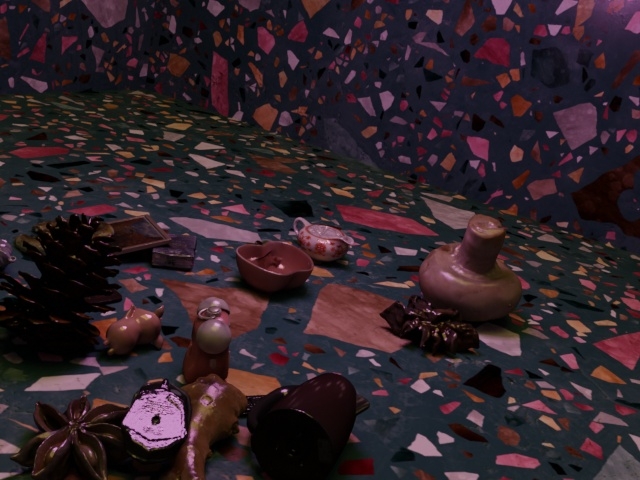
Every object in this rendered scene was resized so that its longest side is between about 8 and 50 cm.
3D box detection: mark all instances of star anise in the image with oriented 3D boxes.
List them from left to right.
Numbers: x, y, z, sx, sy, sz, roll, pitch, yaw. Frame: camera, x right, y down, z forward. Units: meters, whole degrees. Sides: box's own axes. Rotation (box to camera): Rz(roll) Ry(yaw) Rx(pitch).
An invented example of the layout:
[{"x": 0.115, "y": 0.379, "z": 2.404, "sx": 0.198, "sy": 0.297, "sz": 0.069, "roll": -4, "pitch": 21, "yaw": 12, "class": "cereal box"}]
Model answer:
[{"x": -0.383, "y": 0.325, "z": 1.187, "sx": 0.197, "sy": 0.073, "sz": 0.212, "roll": 7, "pitch": 23, "yaw": -6, "class": "star anise"}, {"x": 0.284, "y": 0.205, "z": 1.844, "sx": 0.220, "sy": 0.098, "sz": 0.214, "roll": 0, "pitch": 32, "yaw": -30, "class": "star anise"}]

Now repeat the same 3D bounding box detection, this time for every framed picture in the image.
[{"x": -0.533, "y": -0.017, "z": 2.025, "sx": 0.184, "sy": 0.016, "sz": 0.250, "roll": -13, "pitch": 24, "yaw": -24, "class": "framed picture"}]

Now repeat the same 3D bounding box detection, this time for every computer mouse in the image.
[{"x": -0.267, "y": 0.302, "z": 1.190, "sx": 0.106, "sy": 0.062, "sz": 0.192, "roll": 15, "pitch": 24, "yaw": -7, "class": "computer mouse"}]

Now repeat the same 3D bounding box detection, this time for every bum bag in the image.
[{"x": -0.553, "y": 0.127, "z": 1.706, "sx": 0.109, "sy": 0.026, "sz": 0.159, "roll": 28, "pitch": 20, "yaw": 37, "class": "bum bag"}]

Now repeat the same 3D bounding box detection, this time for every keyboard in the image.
[{"x": -0.104, "y": 0.319, "z": 1.439, "sx": 0.197, "sy": 0.015, "sz": 0.074, "roll": 3, "pitch": 21, "yaw": -22, "class": "keyboard"}]

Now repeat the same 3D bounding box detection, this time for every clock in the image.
[{"x": -0.225, "y": 0.206, "z": 1.466, "sx": 0.093, "sy": 0.162, "sz": 0.166, "roll": 5, "pitch": 20, "yaw": -10, "class": "clock"}]

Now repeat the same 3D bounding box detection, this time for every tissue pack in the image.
[{"x": -0.399, "y": 0.028, "z": 2.007, "sx": 0.113, "sy": 0.051, "sz": 0.156, "roll": 6, "pitch": 21, "yaw": -9, "class": "tissue pack"}]

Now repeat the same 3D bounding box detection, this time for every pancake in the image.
[{"x": -0.678, "y": -0.016, "z": 1.956, "sx": 0.254, "sy": 0.037, "sz": 0.253, "roll": -1, "pitch": 20, "yaw": 0, "class": "pancake"}]

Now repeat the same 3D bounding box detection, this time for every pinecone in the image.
[{"x": -0.523, "y": 0.078, "z": 1.485, "sx": 0.246, "sy": 0.292, "sz": 0.246, "roll": 19, "pitch": -12, "yaw": 4, "class": "pinecone"}]

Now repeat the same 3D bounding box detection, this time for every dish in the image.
[{"x": -0.128, "y": 0.080, "z": 1.965, "sx": 0.214, "sy": 0.090, "sz": 0.213, "roll": 11, "pitch": 22, "yaw": -5, "class": "dish"}]

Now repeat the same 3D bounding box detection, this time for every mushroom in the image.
[{"x": 0.422, "y": 0.066, "z": 2.011, "sx": 0.293, "sy": 0.289, "sz": 0.292, "roll": 10, "pitch": 25, "yaw": -5, "class": "mushroom"}]

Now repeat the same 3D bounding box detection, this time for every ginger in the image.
[{"x": -0.197, "y": 0.340, "z": 1.251, "sx": 0.131, "sy": 0.086, "sz": 0.294, "roll": 17, "pitch": 27, "yaw": -11, "class": "ginger"}]

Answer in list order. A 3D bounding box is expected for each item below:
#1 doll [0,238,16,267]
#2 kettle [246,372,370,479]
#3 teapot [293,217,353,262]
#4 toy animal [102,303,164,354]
[{"x": -0.810, "y": 0.027, "z": 1.767, "sx": 0.180, "sy": 0.079, "sz": 0.094, "roll": 13, "pitch": 47, "yaw": 22, "class": "doll"}, {"x": -0.031, "y": 0.326, "z": 1.317, "sx": 0.202, "sy": 0.144, "sz": 0.232, "roll": -5, "pitch": 8, "yaw": 20, "class": "kettle"}, {"x": 0.000, "y": 0.000, "z": 2.224, "sx": 0.246, "sy": 0.116, "sz": 0.159, "roll": 28, "pitch": 38, "yaw": 32, "class": "teapot"}, {"x": -0.390, "y": 0.194, "z": 1.531, "sx": 0.089, "sy": 0.083, "sz": 0.150, "roll": 37, "pitch": 41, "yaw": 25, "class": "toy animal"}]
